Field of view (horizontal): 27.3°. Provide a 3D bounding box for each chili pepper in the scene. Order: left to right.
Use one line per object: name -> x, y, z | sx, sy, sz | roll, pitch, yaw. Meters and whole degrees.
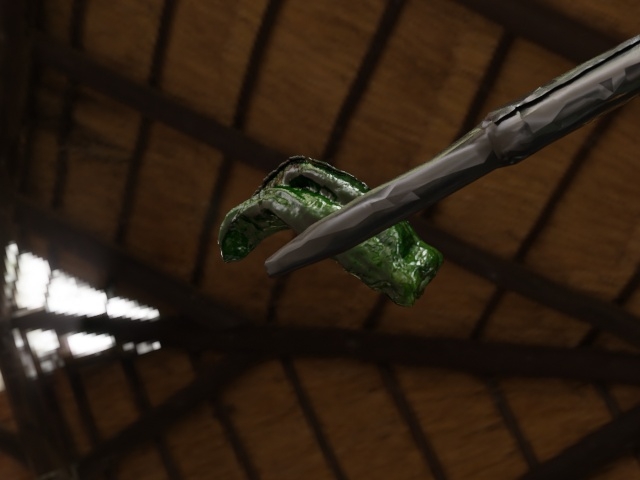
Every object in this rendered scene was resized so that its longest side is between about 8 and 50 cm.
chili pepper -> -0.003, -0.007, 0.562 | 0.118, 0.035, 0.055 | 11, -72, 35

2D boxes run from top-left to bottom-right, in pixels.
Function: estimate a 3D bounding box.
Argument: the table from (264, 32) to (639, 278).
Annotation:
table -> 0.162, 0.032, 0.403 | 0.317, 0.249, 0.317 | 50, -4, 4
